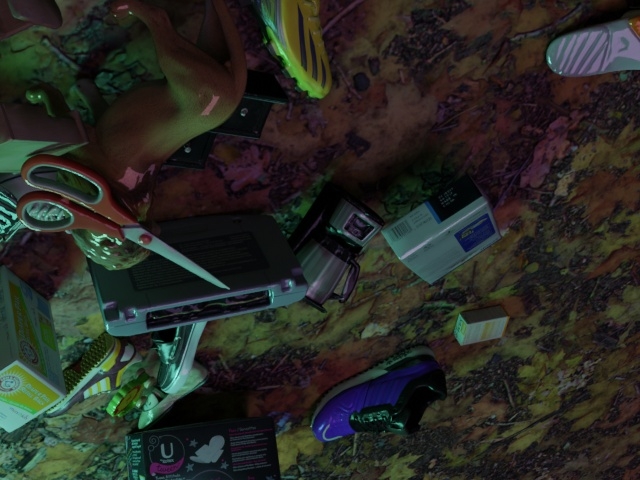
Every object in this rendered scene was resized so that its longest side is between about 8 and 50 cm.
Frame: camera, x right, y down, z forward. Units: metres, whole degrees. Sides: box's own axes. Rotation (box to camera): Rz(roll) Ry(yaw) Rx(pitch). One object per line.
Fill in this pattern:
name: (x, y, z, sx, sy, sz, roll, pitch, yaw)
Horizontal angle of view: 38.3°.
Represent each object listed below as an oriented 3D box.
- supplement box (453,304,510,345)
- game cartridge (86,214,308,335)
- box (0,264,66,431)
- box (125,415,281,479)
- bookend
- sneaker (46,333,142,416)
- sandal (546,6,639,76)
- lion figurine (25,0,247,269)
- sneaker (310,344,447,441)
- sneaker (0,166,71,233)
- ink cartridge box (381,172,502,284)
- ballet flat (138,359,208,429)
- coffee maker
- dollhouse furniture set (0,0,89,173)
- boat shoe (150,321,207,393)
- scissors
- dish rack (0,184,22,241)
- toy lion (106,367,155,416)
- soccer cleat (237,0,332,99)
supplement box: (0.322, 0.169, 1.841, 0.099, 0.036, 0.062, -8, 133, -19)
game cartridge: (-0.187, 0.040, 1.363, 0.294, 0.196, 0.060, -9, 133, -18)
box: (-0.455, 0.154, 1.332, 0.103, 0.203, 0.114, -33, 136, 5)
box: (-0.217, 0.404, 1.682, 0.247, 0.142, 0.163, -2, 169, -23)
bookend: (-0.151, -0.162, 1.287, 0.156, 0.072, 0.157, 6, 127, -30)
sneaker: (-0.380, 0.239, 1.542, 0.185, 0.069, 0.084, -42, 129, 15)
sandal: (0.488, -0.323, 1.458, 0.265, 0.076, 0.101, -5, 121, 6)
lion figurine: (-0.205, -0.148, 1.130, 0.392, 0.240, 0.142, -39, 169, 29)
sneaker: (0.120, 0.333, 1.814, 0.293, 0.146, 0.102, -32, 136, 4)
sneaker: (-0.365, -0.053, 1.267, 0.258, 0.091, 0.094, -17, 135, -12)
ink cartridge box: (0.212, -0.010, 1.548, 0.165, 0.065, 0.333, -34, 163, 6)
ballet flat: (-0.274, 0.270, 1.645, 0.168, 0.057, 0.052, -40, 107, 7)
coffee maker: (0.000, 0.000, 1.470, 0.178, 0.171, 0.120, -54, 136, 3)
dollhouse furniture set: (-0.382, -0.205, 1.034, 0.212, 0.242, 0.161, -20, 179, 14)
boat shoe: (-0.244, 0.160, 1.532, 0.076, 0.080, 0.228, 10, 123, -25)
scissors: (-0.222, -0.017, 1.111, 0.297, 0.021, 0.109, 21, 120, -22)
dish rack: (-0.528, -0.001, 1.206, 0.208, 0.074, 0.271, 33, 122, -30)
toy lion: (-0.330, 0.269, 1.574, 0.096, 0.034, 0.100, -41, 165, -46)
soccer cleat: (-0.034, -0.301, 1.205, 0.121, 0.093, 0.289, -37, 136, -1)
